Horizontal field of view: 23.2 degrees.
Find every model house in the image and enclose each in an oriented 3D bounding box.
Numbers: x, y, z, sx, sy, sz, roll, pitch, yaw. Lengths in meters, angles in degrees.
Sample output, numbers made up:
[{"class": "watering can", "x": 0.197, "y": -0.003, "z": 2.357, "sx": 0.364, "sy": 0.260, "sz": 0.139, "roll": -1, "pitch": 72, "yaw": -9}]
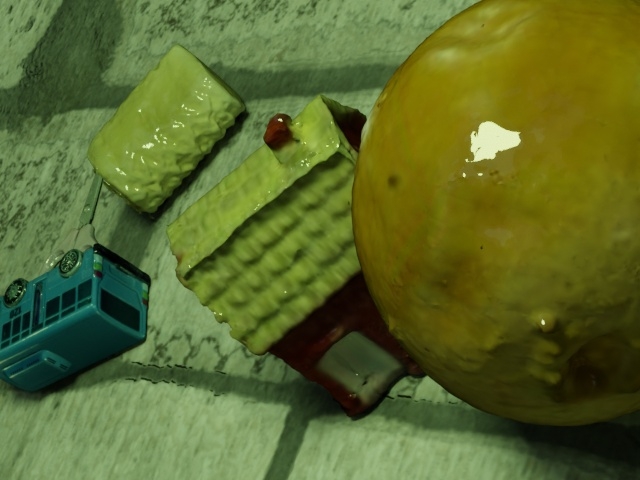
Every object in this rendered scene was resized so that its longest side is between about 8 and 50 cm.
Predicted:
[{"class": "model house", "x": 0.000, "y": 0.000, "z": 1.337, "sx": 0.196, "sy": 0.254, "sz": 0.160, "roll": -38, "pitch": 39, "yaw": 17}]

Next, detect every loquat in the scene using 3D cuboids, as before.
[{"class": "loquat", "x": 0.176, "y": -0.028, "z": 1.134, "sx": 0.328, "sy": 0.328, "sz": 0.328, "roll": -24, "pitch": 48, "yaw": 30}]

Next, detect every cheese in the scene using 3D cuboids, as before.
[{"class": "cheese", "x": -0.172, "y": -0.123, "z": 1.710, "sx": 0.167, "sy": 0.094, "sz": 0.123, "roll": -48, "pitch": 39, "yaw": 7}]

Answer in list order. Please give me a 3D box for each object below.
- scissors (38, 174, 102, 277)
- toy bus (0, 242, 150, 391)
[{"class": "scissors", "x": -0.272, "y": -0.023, "z": 1.801, "sx": 0.100, "sy": 0.015, "sz": 0.189, "roll": -10, "pitch": 54, "yaw": 38}, {"class": "toy bus", "x": -0.279, "y": 0.088, "z": 1.669, "sx": 0.185, "sy": 0.090, "sz": 0.106, "roll": -27, "pitch": 49, "yaw": 28}]
